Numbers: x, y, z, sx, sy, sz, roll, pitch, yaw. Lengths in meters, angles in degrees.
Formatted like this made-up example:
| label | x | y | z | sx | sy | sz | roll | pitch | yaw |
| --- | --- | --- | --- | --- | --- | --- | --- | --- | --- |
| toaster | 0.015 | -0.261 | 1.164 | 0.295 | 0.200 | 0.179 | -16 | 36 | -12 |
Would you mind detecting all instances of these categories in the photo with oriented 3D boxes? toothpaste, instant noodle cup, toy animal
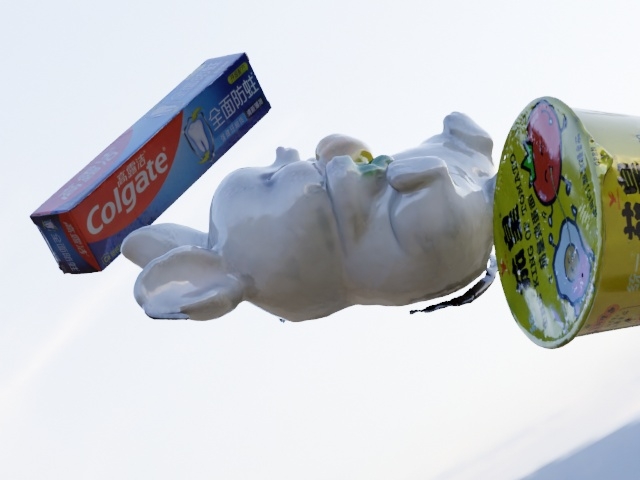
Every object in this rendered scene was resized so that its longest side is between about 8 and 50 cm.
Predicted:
| label | x | y | z | sx | sy | sz | roll | pitch | yaw |
| --- | --- | --- | --- | --- | --- | --- | --- | --- | --- |
| toothpaste | -0.169 | -0.085 | 1.589 | 0.066 | 0.076 | 0.320 | -5 | 32 | 39 |
| instant noodle cup | 0.226 | -0.014 | 1.114 | 0.144 | 0.182 | 0.182 | -1 | -25 | -16 |
| toy animal | 0.003 | -0.003 | 1.274 | 0.325 | 0.154 | 0.208 | -22 | 18 | -6 |
